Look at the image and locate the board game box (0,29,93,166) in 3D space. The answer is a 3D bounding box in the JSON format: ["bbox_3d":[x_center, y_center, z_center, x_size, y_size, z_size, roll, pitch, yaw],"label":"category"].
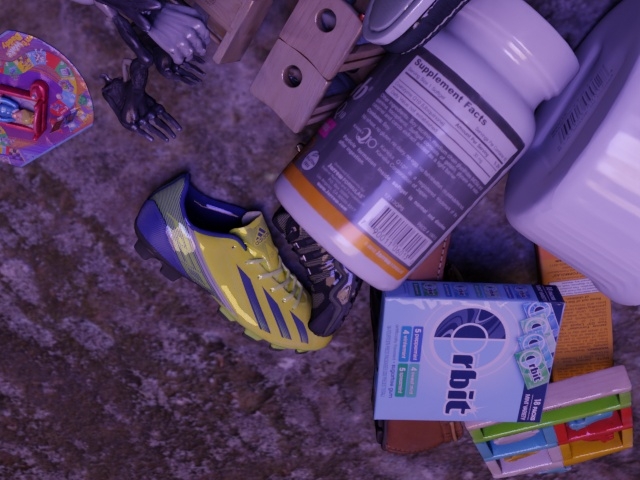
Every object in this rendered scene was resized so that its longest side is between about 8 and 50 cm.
[{"bbox_3d":[-0.338,-0.146,0.953,0.169,0.033,0.133,-25,119,20],"label":"board game box"}]

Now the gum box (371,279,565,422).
[{"bbox_3d":[0.152,0.120,0.925,0.184,0.041,0.157,2,117,-3],"label":"gum box"}]

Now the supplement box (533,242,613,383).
[{"bbox_3d":[0.296,0.069,1.018,0.080,0.078,0.233,-10,123,12],"label":"supplement box"}]

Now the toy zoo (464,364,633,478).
[{"bbox_3d":[0.296,0.244,1.102,0.192,0.030,0.293,-17,148,11],"label":"toy zoo"}]

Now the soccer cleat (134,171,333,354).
[{"bbox_3d":[-0.082,0.032,1.020,0.289,0.093,0.121,37,110,-21],"label":"soccer cleat"}]

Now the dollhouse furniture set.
[{"bbox_3d":[-0.026,-0.221,0.839,0.184,0.129,0.129,43,122,12],"label":"dollhouse furniture set"}]

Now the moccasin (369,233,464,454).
[{"bbox_3d":[0.135,0.112,1.027,0.147,0.139,0.380,-4,122,0],"label":"moccasin"}]

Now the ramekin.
[{"bbox_3d":[0.286,-0.092,0.793,0.135,0.277,0.277,27,123,-5],"label":"ramekin"}]

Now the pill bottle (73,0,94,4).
[{"bbox_3d":[-0.305,-0.315,0.763,0.264,0.146,0.146,17,125,-7],"label":"pill bottle"}]

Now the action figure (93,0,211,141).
[{"bbox_3d":[-0.127,-0.212,0.697,0.141,0.164,0.275,23,149,8],"label":"action figure"}]

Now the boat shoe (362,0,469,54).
[{"bbox_3d":[0.156,-0.264,0.721,0.091,0.114,0.302,38,94,-32],"label":"boat shoe"}]

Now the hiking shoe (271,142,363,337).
[{"bbox_3d":[0.000,0.000,0.996,0.114,0.086,0.227,15,110,7],"label":"hiking shoe"}]

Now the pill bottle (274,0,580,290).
[{"bbox_3d":[0.101,-0.100,0.828,0.162,0.162,0.278,40,97,-21],"label":"pill bottle"}]
